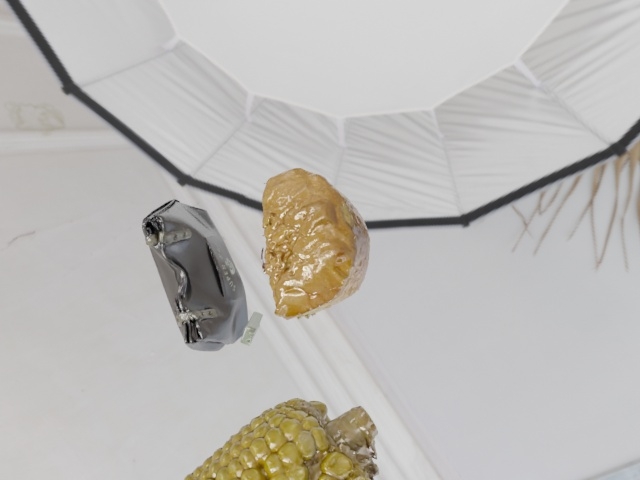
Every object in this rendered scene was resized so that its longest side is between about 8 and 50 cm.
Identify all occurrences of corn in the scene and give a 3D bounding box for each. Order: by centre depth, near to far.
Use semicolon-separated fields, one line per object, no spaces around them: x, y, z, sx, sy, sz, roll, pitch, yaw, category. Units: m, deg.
-0.085;0.242;0.460;0.119;0.321;0.119;49;173;9;corn

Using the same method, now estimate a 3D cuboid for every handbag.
-0.260;0.071;1.188;0.288;0.152;0.343;-11;-100;-88;handbag

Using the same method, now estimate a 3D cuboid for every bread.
0.000;0.000;0.884;0.143;0.139;0.229;23;-123;-63;bread

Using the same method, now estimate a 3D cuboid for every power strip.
-0.098;0.126;0.841;0.017;0.027;0.083;23;-168;-2;power strip
